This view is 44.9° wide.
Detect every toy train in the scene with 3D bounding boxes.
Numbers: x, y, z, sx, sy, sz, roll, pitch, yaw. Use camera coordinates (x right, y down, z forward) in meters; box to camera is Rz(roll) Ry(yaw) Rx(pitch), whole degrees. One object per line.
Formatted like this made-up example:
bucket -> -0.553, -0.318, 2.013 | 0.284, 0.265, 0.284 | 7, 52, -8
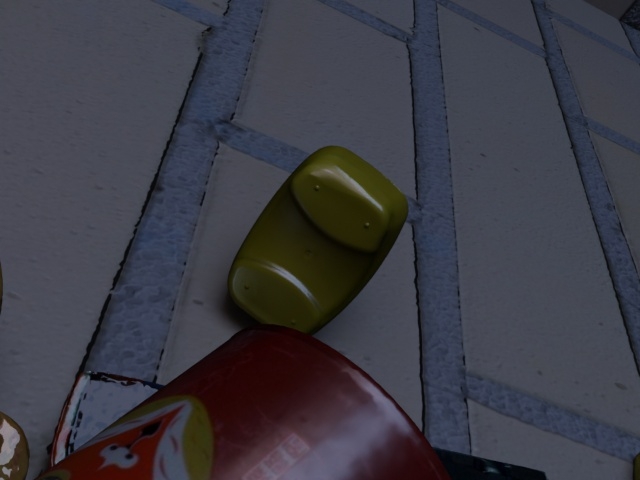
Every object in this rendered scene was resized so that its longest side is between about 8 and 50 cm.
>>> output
toy train -> -0.004, 0.192, 0.614 | 0.409, 0.089, 0.086 | 17, 63, -18

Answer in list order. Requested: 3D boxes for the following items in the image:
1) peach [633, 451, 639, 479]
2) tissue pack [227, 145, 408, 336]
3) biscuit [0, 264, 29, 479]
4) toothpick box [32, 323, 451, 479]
peach -> 0.369, 0.260, 0.842 | 0.083, 0.050, 0.077 | -2, 49, -32
tissue pack -> 0.000, 0.000, 0.752 | 0.123, 0.178, 0.127 | 38, 20, 4
biscuit -> -0.310, 0.092, 0.454 | 0.275, 0.052, 0.354 | 12, 60, -19
toothpick box -> -0.102, 0.211, 0.377 | 0.333, 0.204, 0.204 | -33, 71, -36
